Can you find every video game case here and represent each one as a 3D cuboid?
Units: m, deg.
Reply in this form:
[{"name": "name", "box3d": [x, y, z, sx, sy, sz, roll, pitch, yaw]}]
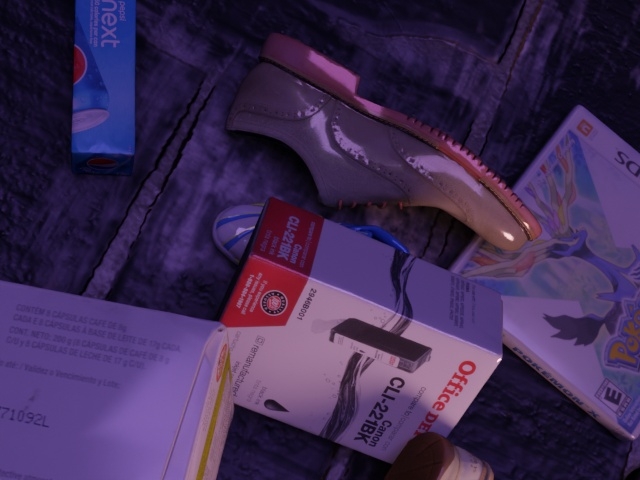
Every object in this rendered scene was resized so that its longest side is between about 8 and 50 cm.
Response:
[{"name": "video game case", "box3d": [0.353, 0.032, 1.210, 0.300, 0.036, 0.329, 40, 68, 1]}]

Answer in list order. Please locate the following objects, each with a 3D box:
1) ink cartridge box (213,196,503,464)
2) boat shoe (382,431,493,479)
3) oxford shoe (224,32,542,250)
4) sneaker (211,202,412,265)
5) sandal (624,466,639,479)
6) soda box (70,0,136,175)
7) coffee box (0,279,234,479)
[{"name": "ink cartridge box", "box3d": [0.029, 0.105, 1.010, 0.273, 0.197, 0.114, 22, 34, -6]}, {"name": "boat shoe", "box3d": [0.075, 0.335, 0.979, 0.089, 0.104, 0.285, 31, 96, -25]}, {"name": "oxford shoe", "box3d": [0.072, -0.084, 1.142, 0.397, 0.140, 0.146, 33, 88, 6]}, {"name": "sneaker", "box3d": [0.000, 0.000, 1.086, 0.240, 0.126, 0.091, 15, 69, -9]}, {"name": "sandal", "box3d": [0.416, 0.471, 1.060, 0.168, 0.107, 0.445, 10, 58, -9]}, {"name": "soda box", "box3d": [-0.252, -0.185, 1.116, 0.071, 0.067, 0.210, 1, 72, -13]}, {"name": "coffee box", "box3d": [-0.275, 0.238, 0.811, 0.338, 0.334, 0.338, 12, 69, 1]}]
